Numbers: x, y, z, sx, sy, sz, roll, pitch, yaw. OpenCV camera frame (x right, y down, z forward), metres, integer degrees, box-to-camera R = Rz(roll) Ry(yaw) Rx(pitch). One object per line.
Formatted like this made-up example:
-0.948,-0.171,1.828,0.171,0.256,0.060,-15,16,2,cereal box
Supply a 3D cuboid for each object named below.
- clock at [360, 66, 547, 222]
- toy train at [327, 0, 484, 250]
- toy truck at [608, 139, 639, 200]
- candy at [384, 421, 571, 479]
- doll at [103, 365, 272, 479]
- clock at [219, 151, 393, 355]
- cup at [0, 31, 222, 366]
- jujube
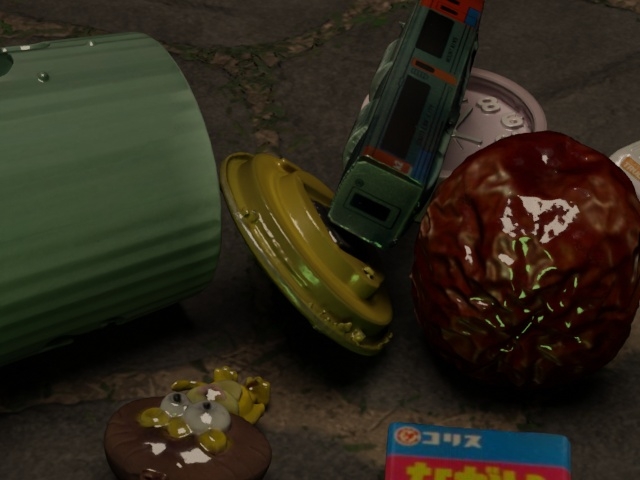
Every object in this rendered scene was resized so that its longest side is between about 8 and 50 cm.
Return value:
0.137,-0.102,2.001,0.197,0.068,0.197,2,41,-1,clock
0.090,-0.140,1.878,0.089,0.086,0.409,26,34,-4,toy train
0.379,-0.069,1.938,0.227,0.114,0.098,-24,47,-26,toy truck
0.123,0.288,1.530,0.157,0.100,0.306,3,42,3,candy
-0.115,0.164,1.670,0.145,0.096,0.188,8,31,-5,doll
0.000,0.000,1.773,0.057,0.237,0.237,-39,41,16,clock
-0.340,-0.053,1.756,0.392,0.310,0.401,-15,45,-26,cup
0.188,0.024,1.734,0.213,0.232,0.213,3,40,-2,jujube
